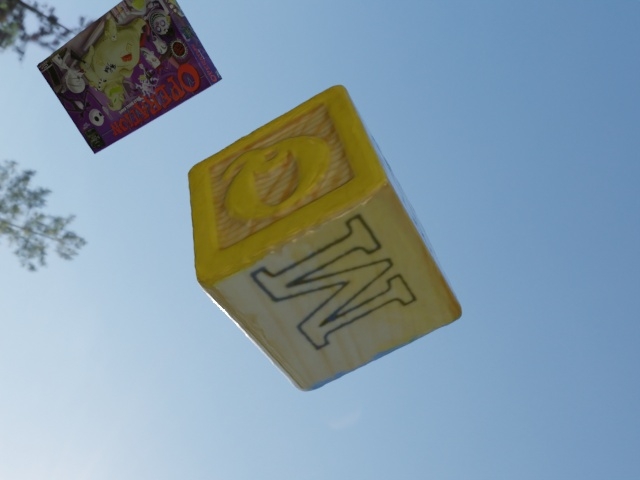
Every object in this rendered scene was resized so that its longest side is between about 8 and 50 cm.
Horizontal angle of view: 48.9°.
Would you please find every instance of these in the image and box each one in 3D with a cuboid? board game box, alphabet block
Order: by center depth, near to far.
[{"bbox_3d":[0.000,0.000,0.713,0.193,0.197,0.192,-29,-140,8],"label":"alphabet block"},{"bbox_3d":[-0.369,-0.319,1.334,0.346,0.208,0.056,-21,-159,33],"label":"board game box"}]
